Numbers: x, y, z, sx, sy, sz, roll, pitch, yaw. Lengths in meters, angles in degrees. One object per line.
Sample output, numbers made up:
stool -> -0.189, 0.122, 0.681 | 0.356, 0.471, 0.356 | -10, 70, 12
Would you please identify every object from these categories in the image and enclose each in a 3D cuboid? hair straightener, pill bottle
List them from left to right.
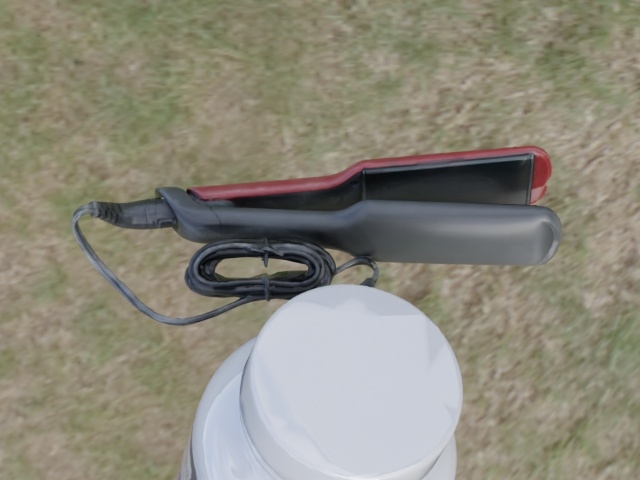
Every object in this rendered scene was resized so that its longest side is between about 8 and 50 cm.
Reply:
pill bottle -> -0.004, 0.100, 0.686 | 0.112, 0.112, 0.186 | 40, 149, 12
hair straightener -> 0.000, 0.000, 0.748 | 0.230, 0.089, 0.047 | 0, 139, -6
